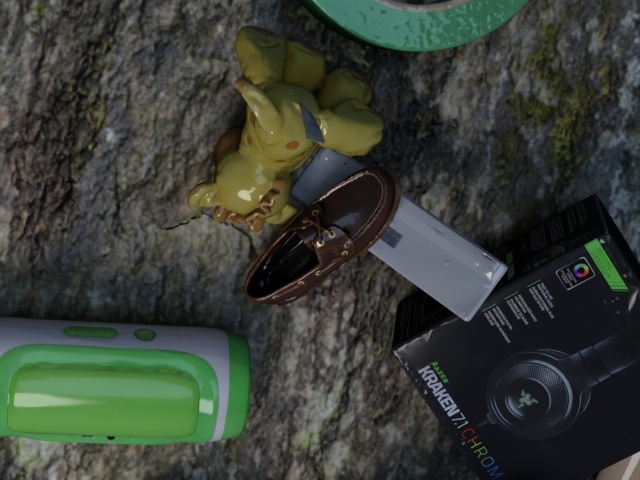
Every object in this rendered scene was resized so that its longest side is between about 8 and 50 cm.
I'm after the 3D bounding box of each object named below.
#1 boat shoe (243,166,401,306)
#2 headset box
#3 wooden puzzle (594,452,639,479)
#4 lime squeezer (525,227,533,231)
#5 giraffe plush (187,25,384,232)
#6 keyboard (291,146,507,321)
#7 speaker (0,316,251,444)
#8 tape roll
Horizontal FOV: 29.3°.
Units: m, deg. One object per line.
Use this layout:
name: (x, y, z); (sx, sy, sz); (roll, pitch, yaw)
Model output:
boat shoe: (0.000, 0.000, 1.304); (0.207, 0.073, 0.073); (-47, 67, 24)
headset box: (0.263, 0.123, 1.345); (0.283, 0.131, 0.246); (-30, 105, 16)
wooden puzzle: (0.464, 0.376, 1.475); (0.348, 0.080, 0.322); (19, 108, -9)
lime squeezer: (0.317, 0.131, 1.440); (0.110, 0.059, 0.310); (-11, 102, -10)
giraffe plush: (-0.049, -0.096, 1.287); (0.181, 0.210, 0.170); (29, 121, -11)
keyboard: (0.079, -0.013, 1.313); (0.256, 0.014, 0.072); (37, 97, 25)
speaker: (-0.228, 0.149, 1.299); (0.296, 0.131, 0.131); (4, 98, -12)
tape roll: (0.100, -0.363, 1.307); (0.321, 0.077, 0.321); (-2, 99, -10)
